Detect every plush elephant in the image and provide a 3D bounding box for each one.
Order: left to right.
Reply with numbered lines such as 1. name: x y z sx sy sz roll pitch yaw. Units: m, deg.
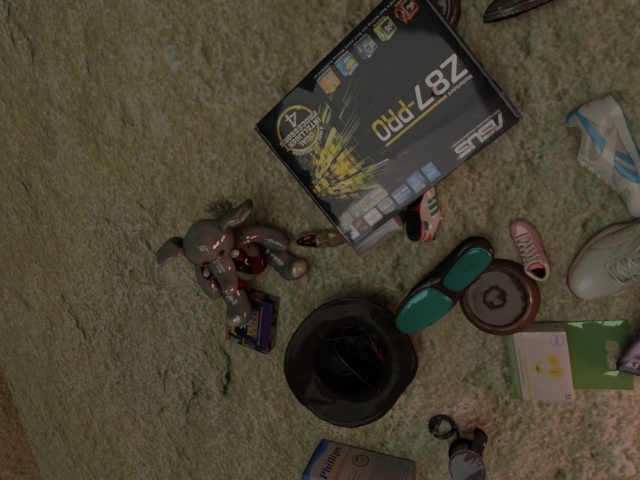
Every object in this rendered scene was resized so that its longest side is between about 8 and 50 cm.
1. plush elephant: -0.228 0.037 1.090 0.272 0.255 0.330 -32 86 12

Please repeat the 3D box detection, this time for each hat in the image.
1. hat: 0.074 0.286 1.129 0.332 0.134 0.331 1 99 6

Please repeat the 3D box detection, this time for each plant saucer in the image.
1. plant saucer: 0.381 0.124 0.970 0.169 0.029 0.168 0 91 31

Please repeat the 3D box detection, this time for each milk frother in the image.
1. milk frother: 0.327 0.507 1.091 0.143 0.135 0.129 10 80 18

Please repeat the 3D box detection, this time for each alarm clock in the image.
1. alarm clock: 0.217 -0.449 0.856 0.192 0.064 0.129 -27 95 26

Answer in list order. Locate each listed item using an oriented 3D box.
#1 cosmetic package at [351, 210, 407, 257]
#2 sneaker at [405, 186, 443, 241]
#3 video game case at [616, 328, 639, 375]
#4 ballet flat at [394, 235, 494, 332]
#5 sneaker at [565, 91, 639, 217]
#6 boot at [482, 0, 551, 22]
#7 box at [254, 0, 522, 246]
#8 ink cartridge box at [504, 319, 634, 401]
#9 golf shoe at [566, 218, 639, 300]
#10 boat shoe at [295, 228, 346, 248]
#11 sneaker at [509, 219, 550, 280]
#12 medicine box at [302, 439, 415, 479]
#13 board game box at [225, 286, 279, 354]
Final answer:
1. cosmetic package: 0.075 -0.100 1.013 0.127 0.107 0.238 -39 93 26
2. sneaker: 0.233 -0.074 0.985 0.057 0.075 0.161 -2 82 55
3. video game case: 0.699 0.178 0.812 0.196 0.026 0.274 11 134 16
4. ballet flat: 0.274 0.097 0.997 0.095 0.096 0.280 39 116 -7
5. sneaker: 0.527 -0.145 0.816 0.092 0.087 0.228 -22 91 35
6. boot: 0.349 -0.508 0.768 0.190 0.076 0.208 -19 106 14
7. box: 0.116 -0.227 0.866 0.395 0.097 0.318 -37 94 20
8. ink cartridge box: 0.533 0.260 0.964 0.235 0.056 0.171 -7 104 28
9. golf shoe: 0.588 0.018 0.808 0.115 0.140 0.306 45 120 2
10. boat shoe: 0.000 0.000 1.113 0.135 0.045 0.050 -6 105 25
11. sneaker: 0.431 0.023 0.917 0.051 0.070 0.134 -26 95 31
12. medicine box: 0.114 0.744 1.260 0.289 0.149 0.263 3 109 22
13. board game box: -0.196 0.223 1.275 0.141 0.048 0.170 16 113 19
